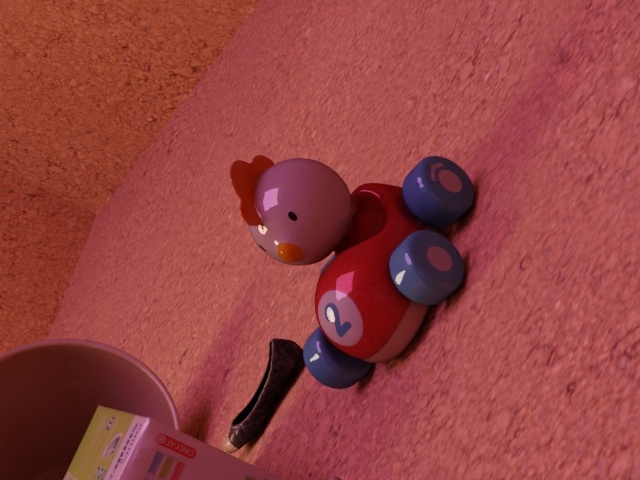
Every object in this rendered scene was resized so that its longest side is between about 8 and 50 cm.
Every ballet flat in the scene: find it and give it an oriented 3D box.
[{"bbox_3d":[-0.078,0.190,1.890,0.173,0.049,0.057,-58,15,18],"label":"ballet flat"}]

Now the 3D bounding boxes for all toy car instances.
[{"bbox_3d":[0.000,0.000,1.598,0.219,0.238,0.210,-48,21,44],"label":"toy car"}]

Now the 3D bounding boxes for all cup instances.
[{"bbox_3d":[-0.359,0.340,2.153,0.237,0.331,0.331,95,-172,-52],"label":"cup"}]

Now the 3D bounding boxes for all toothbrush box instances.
[{"bbox_3d":[-0.156,0.282,1.700,0.122,0.206,0.283,-65,15,-10],"label":"toothbrush box"}]

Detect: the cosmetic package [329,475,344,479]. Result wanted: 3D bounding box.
[{"bbox_3d":[-0.002,0.285,1.505,0.115,0.041,0.060,-45,23,48],"label":"cosmetic package"}]
